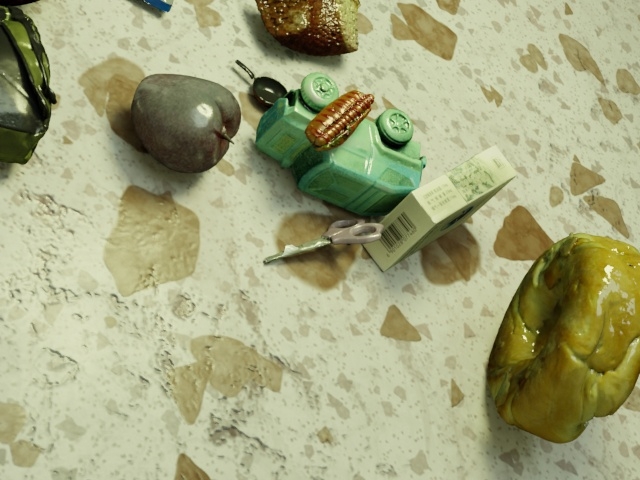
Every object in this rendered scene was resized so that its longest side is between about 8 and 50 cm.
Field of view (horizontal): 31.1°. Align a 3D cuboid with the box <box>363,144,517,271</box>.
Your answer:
[{"bbox_3d":[0.205,-0.057,1.972,0.256,0.164,0.069,-29,78,-44],"label":"box"}]

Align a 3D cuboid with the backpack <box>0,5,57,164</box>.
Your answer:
[{"bbox_3d":[-0.481,-0.236,1.631,0.207,0.140,0.253,12,53,-30],"label":"backpack"}]

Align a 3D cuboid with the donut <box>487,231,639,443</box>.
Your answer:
[{"bbox_3d":[0.407,0.148,1.849,0.170,0.360,0.360,26,48,-9],"label":"donut"}]

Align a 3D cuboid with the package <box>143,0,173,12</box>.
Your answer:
[{"bbox_3d":[-0.319,-0.483,1.994,0.171,0.027,0.173,27,45,-17],"label":"package"}]

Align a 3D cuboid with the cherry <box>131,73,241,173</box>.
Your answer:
[{"bbox_3d":[-0.212,-0.182,1.788,0.176,0.140,0.176,8,40,-6],"label":"cherry"}]

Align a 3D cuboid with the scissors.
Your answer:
[{"bbox_3d":[0.000,0.001,1.862,0.212,0.110,0.021,-16,111,-29],"label":"scissors"}]

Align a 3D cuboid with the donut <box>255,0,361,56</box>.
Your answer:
[{"bbox_3d":[-0.013,-0.400,2.101,0.186,0.144,0.126,29,45,-59],"label":"donut"}]

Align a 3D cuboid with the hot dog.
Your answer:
[{"bbox_3d":[0.034,-0.194,1.835,0.144,0.038,0.062,-42,97,-30],"label":"hot dog"}]

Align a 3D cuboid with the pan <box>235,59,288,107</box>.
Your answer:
[{"bbox_3d":[-0.107,-0.269,1.998,0.115,0.023,0.068,42,44,2],"label":"pan"}]

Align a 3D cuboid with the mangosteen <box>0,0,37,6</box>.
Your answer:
[{"bbox_3d":[-0.486,-0.500,1.721,0.311,0.311,0.311,18,51,-24],"label":"mangosteen"}]

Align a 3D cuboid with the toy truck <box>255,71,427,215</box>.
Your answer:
[{"bbox_3d":[0.034,-0.155,1.931,0.278,0.155,0.156,22,58,-22],"label":"toy truck"}]
